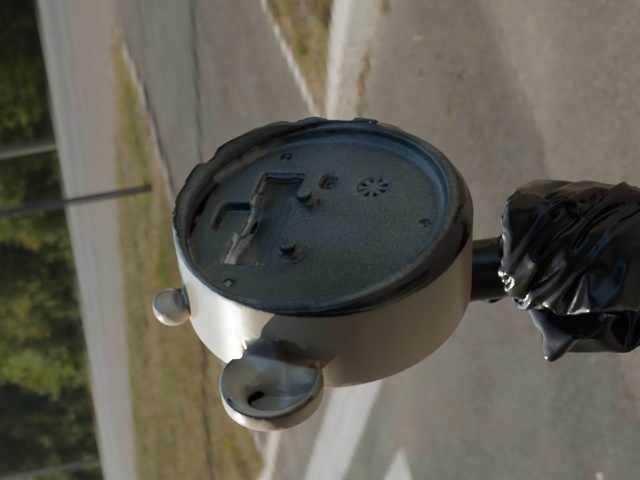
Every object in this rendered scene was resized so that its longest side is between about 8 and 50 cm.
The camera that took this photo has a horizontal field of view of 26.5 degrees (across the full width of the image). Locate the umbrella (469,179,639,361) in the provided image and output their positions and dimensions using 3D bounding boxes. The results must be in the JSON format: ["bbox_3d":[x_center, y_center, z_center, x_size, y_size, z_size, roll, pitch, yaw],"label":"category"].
[{"bbox_3d":[0.212,0.006,0.837,0.122,0.273,0.110,67,-165,-59],"label":"umbrella"}]

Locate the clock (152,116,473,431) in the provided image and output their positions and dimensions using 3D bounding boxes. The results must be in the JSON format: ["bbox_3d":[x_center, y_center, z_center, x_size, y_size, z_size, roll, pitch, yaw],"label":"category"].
[{"bbox_3d":[0.000,0.000,0.698,0.229,0.156,0.063,-64,-22,-45],"label":"clock"}]
